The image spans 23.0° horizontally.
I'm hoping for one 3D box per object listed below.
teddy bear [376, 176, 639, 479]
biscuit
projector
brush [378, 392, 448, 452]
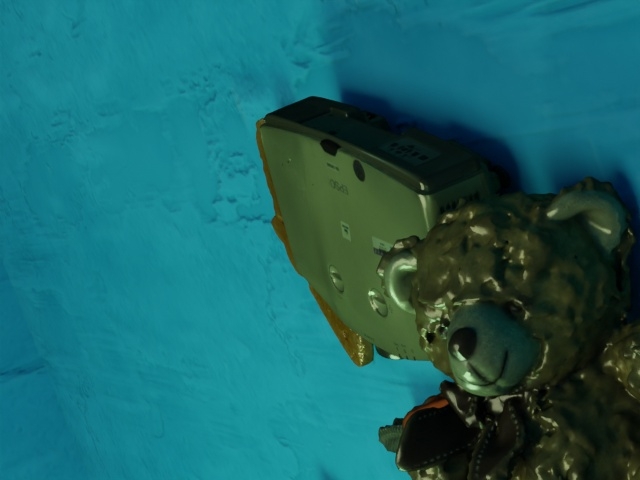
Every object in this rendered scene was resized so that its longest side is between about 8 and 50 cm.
[{"bbox_3d":[0.150,0.087,1.048,0.267,0.156,0.256,-22,93,28],"label":"teddy bear"},{"bbox_3d":[0.000,0.000,1.459,0.250,0.035,0.162,70,163,-7],"label":"biscuit"},{"bbox_3d":[0.058,-0.005,1.249,0.269,0.088,0.193,28,137,57],"label":"projector"},{"bbox_3d":[0.126,0.149,1.308,0.070,0.051,0.323,61,155,-3],"label":"brush"}]
